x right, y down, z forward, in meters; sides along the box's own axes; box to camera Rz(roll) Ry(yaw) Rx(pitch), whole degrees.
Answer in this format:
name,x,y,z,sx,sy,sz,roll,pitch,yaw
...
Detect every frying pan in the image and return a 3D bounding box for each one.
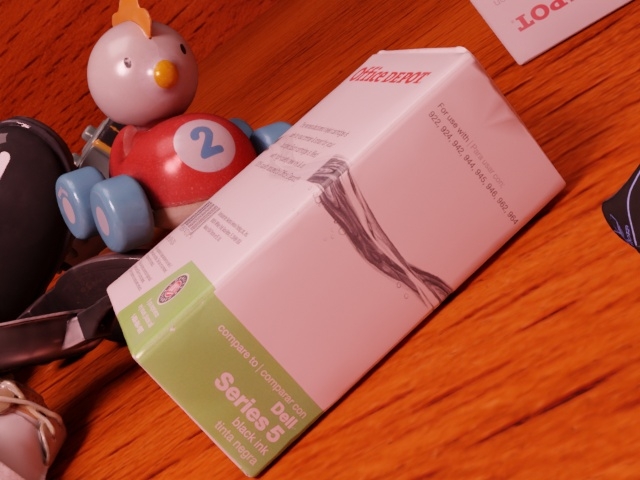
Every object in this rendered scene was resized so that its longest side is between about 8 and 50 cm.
name,x,y,z,sx,sy,sz,roll,pitch,yaw
frying pan,-0.214,0.076,0.943,0.326,0.053,0.197,-12,-4,12

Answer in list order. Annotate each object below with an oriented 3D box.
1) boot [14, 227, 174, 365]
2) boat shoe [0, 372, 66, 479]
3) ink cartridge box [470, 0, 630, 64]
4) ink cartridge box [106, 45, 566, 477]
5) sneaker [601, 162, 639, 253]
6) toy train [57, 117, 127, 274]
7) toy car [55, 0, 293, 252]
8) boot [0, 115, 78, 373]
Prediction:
name,x,y,z,sx,sy,sz,roll,pitch,yaw
boot,-0.182,0.015,1.204,0.264,0.096,0.280,-35,8,44
boat shoe,-0.277,0.167,0.912,0.103,0.113,0.302,-51,18,-15
ink cartridge box,0.174,-0.334,0.882,0.223,0.307,0.129,-28,22,34
ink cartridge box,0.000,0.000,0.732,0.273,0.115,0.198,-42,17,-5
sneaker,0.225,-0.078,0.503,0.232,0.081,0.090,-45,24,-11
toy train,-0.288,-0.070,1.466,0.334,0.142,0.190,-38,20,54
toy car,-0.163,-0.139,1.096,0.219,0.238,0.210,-22,18,-26
boot,-0.413,0.089,1.143,0.445,0.146,0.367,-67,-5,-69
